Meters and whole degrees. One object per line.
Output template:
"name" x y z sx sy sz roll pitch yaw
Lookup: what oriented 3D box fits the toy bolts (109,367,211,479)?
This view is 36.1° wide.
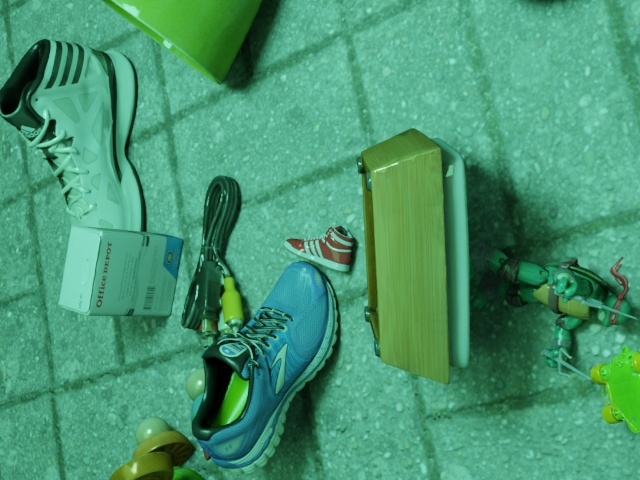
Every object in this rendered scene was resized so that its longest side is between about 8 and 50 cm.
"toy bolts" -0.233 0.304 1.562 0.228 0.218 0.158 -36 58 9

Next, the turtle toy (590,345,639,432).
"turtle toy" 0.387 0.188 1.174 0.095 0.066 0.130 -31 69 56

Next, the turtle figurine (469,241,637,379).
"turtle figurine" 0.296 0.078 1.227 0.234 0.118 0.175 21 139 35

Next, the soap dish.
"soap dish" 0.116 0.012 1.261 0.118 0.229 0.291 -4 103 -1

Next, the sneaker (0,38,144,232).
"sneaker" -0.457 -0.135 1.715 0.169 0.257 0.448 -9 81 36

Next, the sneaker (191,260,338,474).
"sneaker" -0.084 0.171 1.439 0.129 0.147 0.330 10 65 35

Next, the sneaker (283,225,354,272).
"sneaker" 0.000 0.000 1.495 0.118 0.042 0.067 20 102 29

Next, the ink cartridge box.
"ink cartridge box" -0.332 0.052 1.647 0.082 0.190 0.140 12 93 37

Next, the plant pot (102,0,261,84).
"plant pot" -0.187 -0.449 1.562 0.275 0.275 0.293 36 92 33

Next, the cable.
"cable" -0.171 0.042 1.631 0.139 0.072 0.287 -21 61 51
